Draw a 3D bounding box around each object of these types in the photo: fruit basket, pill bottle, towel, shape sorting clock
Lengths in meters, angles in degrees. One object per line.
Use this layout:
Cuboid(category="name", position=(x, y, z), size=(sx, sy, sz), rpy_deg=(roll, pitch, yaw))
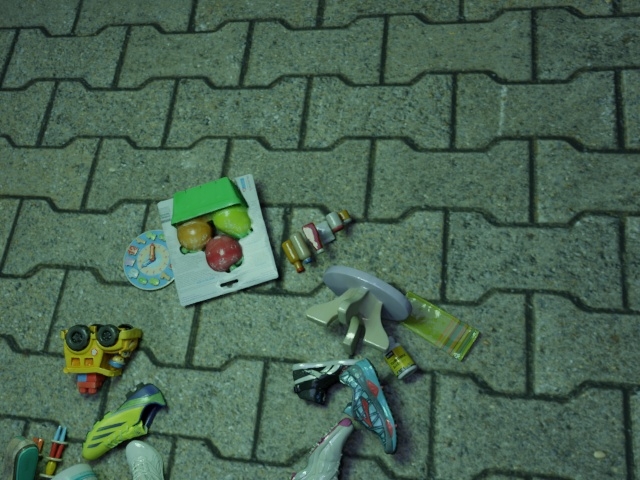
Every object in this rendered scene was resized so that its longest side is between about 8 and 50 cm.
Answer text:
Cuboid(category="fruit basket", position=(-0.324, -0.003, 2.088), size=(0.327, 0.165, 0.353), rpy_deg=(-18, 82, 6))
Cuboid(category="pill bottle", position=(0.216, 0.330, 1.864), size=(0.065, 0.065, 0.116), rpy_deg=(-35, 65, -2))
Cuboid(category="pill bottle", position=(-0.650, 0.769, 1.840), size=(0.146, 0.146, 0.264), rpy_deg=(-40, 66, -5))
Cuboid(category="towel", position=(0.329, 0.242, 1.897), size=(0.237, 0.021, 0.102), rpy_deg=(31, 78, 21))
Cuboid(category="shape sorting clock", position=(-0.544, 0.061, 2.148), size=(0.206, 0.040, 0.206), rpy_deg=(-4, 69, 11))

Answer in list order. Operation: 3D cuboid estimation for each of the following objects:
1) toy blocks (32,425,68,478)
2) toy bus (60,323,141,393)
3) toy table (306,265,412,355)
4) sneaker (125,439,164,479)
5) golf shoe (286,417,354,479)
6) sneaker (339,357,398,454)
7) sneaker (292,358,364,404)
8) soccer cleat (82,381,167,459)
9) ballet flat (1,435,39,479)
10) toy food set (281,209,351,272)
Cuboid(category="toy blocks", position=(-0.824, 0.626, 1.984), size=(0.123, 0.054, 0.148), rpy_deg=(7, 71, 14))
Cuboid(category="toy bus", position=(-0.668, 0.358, 2.015), size=(0.220, 0.149, 0.211), rpy_deg=(-3, 82, 9))
Cuboid(category="toy table", position=(0.101, 0.200, 1.862), size=(0.274, 0.252, 0.161), rpy_deg=(14, 56, 31))
Cuboid(category="sneaker", position=(-0.491, 0.663, 1.862), size=(0.090, 0.115, 0.232), rpy_deg=(-36, 66, -3))
Cuboid(category="golf shoe", position=(0.011, 0.624, 1.783), size=(0.140, 0.115, 0.306), rpy_deg=(37, 87, 11))
Cuboid(category="sneaker", position=(0.127, 0.461, 1.796), size=(0.125, 0.104, 0.262), rpy_deg=(-21, 77, -2))
Cuboid(category="sneaker", position=(0.029, 0.404, 1.878), size=(0.216, 0.079, 0.121), rpy_deg=(-8, 75, 13))
Cuboid(category="soccer cleat", position=(-0.576, 0.547, 1.940), size=(0.289, 0.093, 0.121), rpy_deg=(-45, 69, -7))
Cuboid(category="ballet flat", position=(-0.881, 0.709, 1.911), size=(0.106, 0.107, 0.316), rpy_deg=(20, 98, 33))
Cuboid(category="toy food set", position=(0.000, 0.000, 2.019), size=(0.232, 0.111, 0.104), rpy_deg=(-27, 78, 0))
